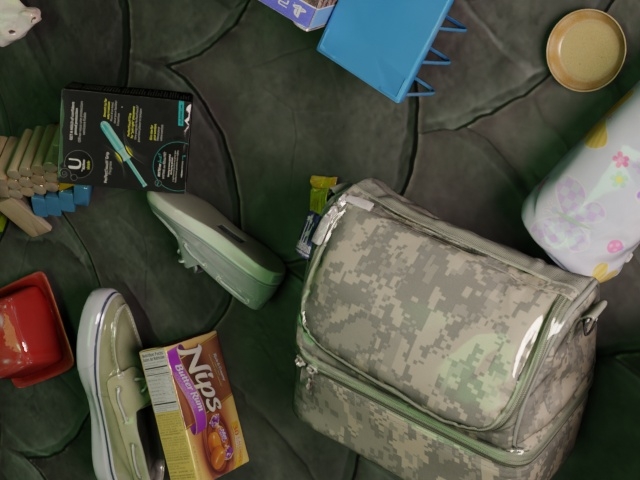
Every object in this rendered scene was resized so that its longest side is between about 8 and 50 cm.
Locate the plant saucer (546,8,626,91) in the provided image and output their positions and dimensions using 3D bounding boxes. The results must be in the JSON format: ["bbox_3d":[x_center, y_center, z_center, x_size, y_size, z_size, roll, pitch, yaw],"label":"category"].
[{"bbox_3d":[0.274,-0.195,1.023,0.083,0.015,0.084,6,101,33],"label":"plant saucer"}]

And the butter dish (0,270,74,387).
[{"bbox_3d":[-0.475,0.146,1.512,0.159,0.118,0.160,-22,86,35],"label":"butter dish"}]

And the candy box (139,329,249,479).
[{"bbox_3d":[-0.166,0.222,1.326,0.053,0.109,0.187,-13,90,34],"label":"candy box"}]

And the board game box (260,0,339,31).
[{"bbox_3d":[-0.022,-0.415,1.069,0.232,0.141,0.291,34,121,14],"label":"board game box"}]

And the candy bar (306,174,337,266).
[{"bbox_3d":[0.000,0.000,1.234,0.040,0.018,0.162,10,104,35],"label":"candy bar"}]

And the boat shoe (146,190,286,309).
[{"bbox_3d":[-0.149,0.010,1.297,0.227,0.079,0.081,36,111,20],"label":"boat shoe"}]

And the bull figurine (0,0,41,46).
[{"bbox_3d":[-0.515,-0.412,1.445,0.310,0.101,0.189,34,120,30],"label":"bull figurine"}]

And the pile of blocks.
[{"bbox_3d":[-0.420,-0.101,1.461,0.362,0.149,0.113,-14,47,25],"label":"pile of blocks"}]

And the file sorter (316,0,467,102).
[{"bbox_3d":[0.100,-0.252,1.075,0.118,0.104,0.170,37,116,24],"label":"file sorter"}]

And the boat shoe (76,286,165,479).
[{"bbox_3d":[-0.272,0.211,1.412,0.094,0.109,0.303,3,109,18],"label":"boat shoe"}]

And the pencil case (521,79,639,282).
[{"bbox_3d":[0.318,-0.078,0.955,0.124,0.113,0.273,40,119,0],"label":"pencil case"}]

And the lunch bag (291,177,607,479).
[{"bbox_3d":[0.124,0.094,1.022,0.305,0.212,0.256,26,126,29],"label":"lunch bag"}]

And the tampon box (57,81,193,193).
[{"bbox_3d":[-0.248,-0.133,1.280,0.160,0.101,0.121,5,103,-7],"label":"tampon box"}]
